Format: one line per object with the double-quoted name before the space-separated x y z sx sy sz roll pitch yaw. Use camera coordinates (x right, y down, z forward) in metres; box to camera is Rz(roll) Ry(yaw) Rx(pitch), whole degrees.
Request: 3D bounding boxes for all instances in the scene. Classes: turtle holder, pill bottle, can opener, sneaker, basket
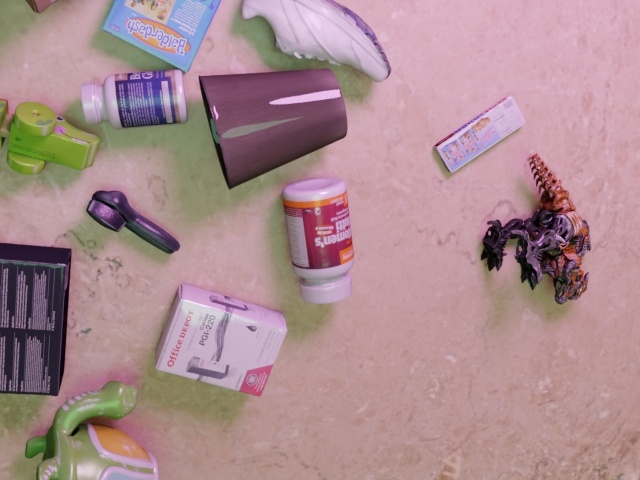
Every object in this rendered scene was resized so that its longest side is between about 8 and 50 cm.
"turtle holder" -0.439 0.446 1.372 0.228 0.243 0.320 5 66 -28
"pill bottle" -0.319 -0.241 1.231 0.170 0.094 0.094 -7 108 -9
"can opener" -0.342 -0.030 1.316 0.186 0.059 0.073 35 71 -28
"pill bottle" 0.000 0.000 1.353 0.121 0.121 0.221 -10 108 -8
"sneaker" -0.005 -0.369 1.262 0.297 0.111 0.129 35 111 -13
"basket" -0.079 -0.217 1.261 0.227 0.154 0.204 -17 108 -9

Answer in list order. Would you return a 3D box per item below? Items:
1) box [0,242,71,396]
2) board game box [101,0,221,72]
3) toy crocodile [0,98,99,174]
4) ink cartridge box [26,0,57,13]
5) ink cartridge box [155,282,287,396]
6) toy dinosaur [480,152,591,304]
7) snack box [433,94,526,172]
"box" -0.559 0.142 1.300 0.185 0.103 0.261 5 106 -16
"board game box" -0.254 -0.417 1.214 0.160 0.047 0.210 25 100 -17
"toy crocodile" -0.547 -0.197 1.203 0.341 0.105 0.115 12 133 -15
"ink cartridge box" -0.399 -0.496 1.084 0.235 0.088 0.193 -40 92 -17
"ink cartridge box" -0.195 0.194 1.392 0.218 0.092 0.158 19 102 -14
"toy dinosaur" 0.452 -0.013 1.449 0.219 0.164 0.321 -25 92 -18
"snack box" 0.313 -0.208 1.401 0.178 0.022 0.064 -34 111 1
